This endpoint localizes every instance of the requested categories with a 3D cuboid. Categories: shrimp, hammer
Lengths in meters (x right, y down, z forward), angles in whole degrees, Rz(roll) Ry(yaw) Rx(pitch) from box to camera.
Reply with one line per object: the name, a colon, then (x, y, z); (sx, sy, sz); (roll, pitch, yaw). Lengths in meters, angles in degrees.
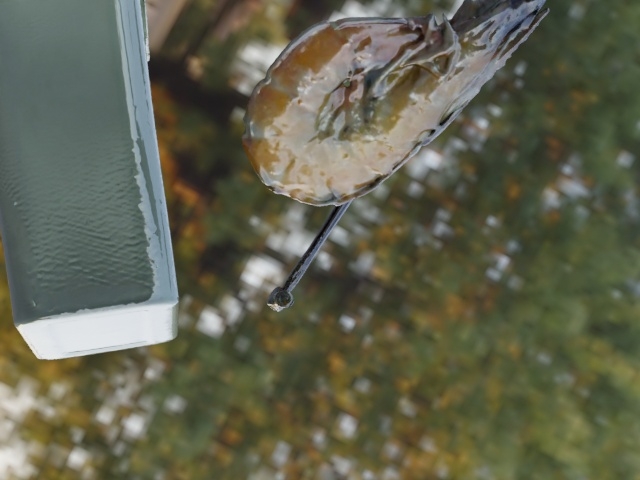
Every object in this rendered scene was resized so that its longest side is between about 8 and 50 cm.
shrimp: (0.062, -0.153, 1.721); (0.317, 0.164, 0.062); (-38, -145, 14)
hammer: (0.000, 0.000, 2.075); (0.178, 0.021, 0.065); (-55, -172, -3)

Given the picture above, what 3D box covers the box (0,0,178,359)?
box: (-0.241, -0.073, 1.941); (0.352, 0.177, 0.344); (116, -34, -80)
